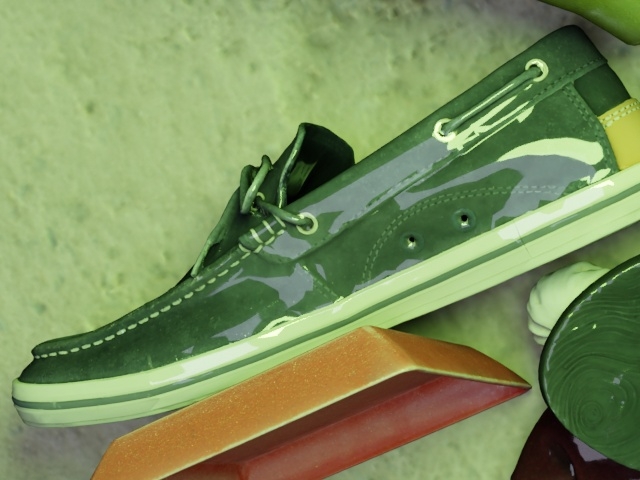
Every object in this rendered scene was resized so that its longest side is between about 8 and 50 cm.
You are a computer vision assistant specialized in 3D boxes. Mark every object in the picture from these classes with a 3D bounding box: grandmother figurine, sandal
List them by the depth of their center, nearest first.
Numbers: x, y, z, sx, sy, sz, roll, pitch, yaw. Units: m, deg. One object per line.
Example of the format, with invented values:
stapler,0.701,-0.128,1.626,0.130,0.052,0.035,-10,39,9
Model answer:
sandal,0.368,0.096,1.182,0.445,0.107,0.168,8,97,1
grandmother figurine,0.226,0.177,1.292,0.207,0.104,0.342,-15,100,9

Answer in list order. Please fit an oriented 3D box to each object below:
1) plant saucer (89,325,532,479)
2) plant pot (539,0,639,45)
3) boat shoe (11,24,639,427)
plant saucer,-0.009,0.126,1.275,0.258,0.259,0.048,-26,74,19
plant pot,0.123,-0.310,1.105,0.353,0.366,0.366,34,109,-7
boat shoe,0.000,0.000,1.276,0.500,0.187,0.156,-24,88,14
